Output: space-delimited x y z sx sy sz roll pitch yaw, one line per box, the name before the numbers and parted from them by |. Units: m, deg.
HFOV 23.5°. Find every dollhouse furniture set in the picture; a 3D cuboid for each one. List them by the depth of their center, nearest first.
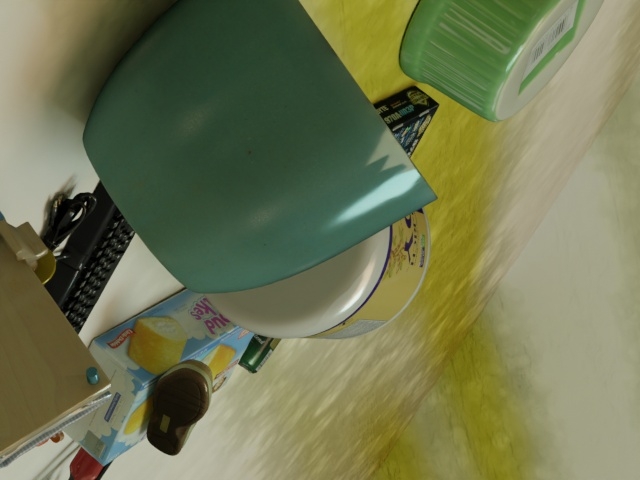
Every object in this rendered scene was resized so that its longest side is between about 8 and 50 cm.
dollhouse furniture set | -0.298 0.181 1.334 0.303 0.286 0.198 -34 160 -18

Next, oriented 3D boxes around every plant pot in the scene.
plant pot | -0.071 -0.091 1.405 0.235 0.293 0.293 -35 166 5

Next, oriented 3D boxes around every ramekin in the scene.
ramekin | 0.259 -0.306 2.076 0.303 0.148 0.303 -46 164 -18

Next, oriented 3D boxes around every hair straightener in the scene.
hair straightener | -0.315 0.334 2.000 0.089 0.047 0.230 100 14 -62

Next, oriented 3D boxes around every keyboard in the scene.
keyboard | -0.245 0.016 1.596 0.317 0.033 0.201 -59 163 24

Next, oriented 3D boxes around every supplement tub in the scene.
supplement tub | 0.000 0.000 1.865 0.241 0.241 0.331 -53 165 7

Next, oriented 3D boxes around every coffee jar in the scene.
coffee jar | -0.070 0.088 2.139 0.184 0.096 0.079 -50 167 -8

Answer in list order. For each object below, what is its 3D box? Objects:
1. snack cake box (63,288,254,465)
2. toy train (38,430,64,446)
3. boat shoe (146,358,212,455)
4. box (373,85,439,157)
snack cake box | -0.198 0.157 1.943 0.264 0.089 0.152 -31 154 -52
toy train | -0.310 0.203 1.766 0.125 0.046 0.166 -57 174 2
boat shoe | -0.162 0.185 1.844 0.072 0.068 0.190 -54 178 -37
box | 0.065 -0.101 2.177 0.175 0.051 0.220 -31 154 -52
